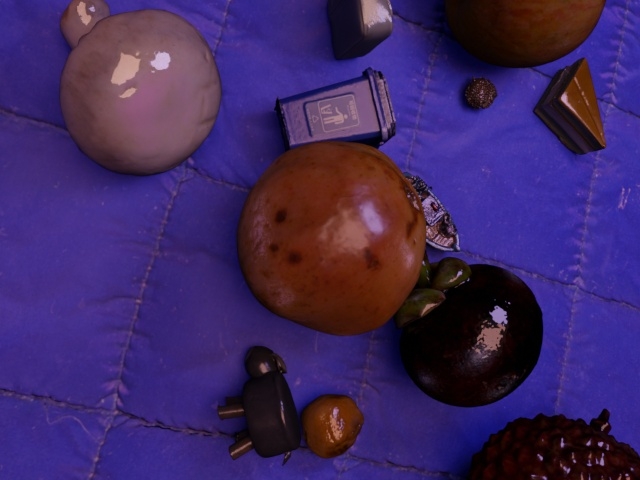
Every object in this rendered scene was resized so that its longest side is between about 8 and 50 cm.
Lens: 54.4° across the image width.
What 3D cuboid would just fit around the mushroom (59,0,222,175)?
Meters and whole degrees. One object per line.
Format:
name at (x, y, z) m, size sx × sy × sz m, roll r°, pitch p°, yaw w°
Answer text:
mushroom at (-0.327, -0.302, 1.151) m, size 0.315 × 0.315 × 0.356 m, roll -8°, pitch 91°, yaw -18°

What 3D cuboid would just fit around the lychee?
lychee at (0.514, 0.560, 1.298) m, size 0.424 × 0.424 × 0.500 m, roll 51°, pitch 58°, yaw -8°

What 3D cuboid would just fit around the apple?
apple at (0.437, -0.579, 1.379) m, size 0.333 × 0.400 × 0.400 m, roll 1°, pitch 85°, yaw 7°

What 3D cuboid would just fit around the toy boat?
toy boat at (0.246, -0.059, 1.417) m, size 0.100 × 0.097 × 0.223 m, roll -43°, pitch 98°, yaw -13°

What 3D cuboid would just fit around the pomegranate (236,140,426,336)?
pomegranate at (0.000, 0.000, 1.206) m, size 0.410 × 0.410 × 0.410 m, roll 1°, pitch 85°, yaw -18°

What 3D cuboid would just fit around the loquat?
loquat at (0.025, 0.385, 1.309) m, size 0.137 × 0.113 × 0.137 m, roll 10°, pitch 57°, yaw -15°

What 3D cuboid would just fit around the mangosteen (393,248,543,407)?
mangosteen at (0.304, 0.184, 1.304) m, size 0.330 × 0.330 × 0.330 m, roll 1°, pitch 85°, yaw -18°

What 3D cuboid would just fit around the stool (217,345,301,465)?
stool at (-0.121, 0.337, 1.257) m, size 0.139 × 0.228 × 0.153 m, roll -16°, pitch 134°, yaw 1°

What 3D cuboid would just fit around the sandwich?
sandwich at (0.653, -0.331, 1.558) m, size 0.187 × 0.117 × 0.144 m, roll 42°, pitch 78°, yaw -10°

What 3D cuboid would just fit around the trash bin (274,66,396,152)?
trash bin at (0.028, -0.259, 1.337) m, size 0.234 × 0.184 × 0.162 m, roll -14°, pitch 90°, yaw -7°

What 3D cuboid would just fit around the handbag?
handbag at (0.071, -0.511, 1.314) m, size 0.079 × 0.256 × 0.219 m, roll -14°, pitch 98°, yaw -13°

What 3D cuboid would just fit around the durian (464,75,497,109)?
durian at (0.383, -0.358, 1.501) m, size 0.080 × 0.080 × 0.091 m, roll -22°, pitch 76°, yaw -18°
